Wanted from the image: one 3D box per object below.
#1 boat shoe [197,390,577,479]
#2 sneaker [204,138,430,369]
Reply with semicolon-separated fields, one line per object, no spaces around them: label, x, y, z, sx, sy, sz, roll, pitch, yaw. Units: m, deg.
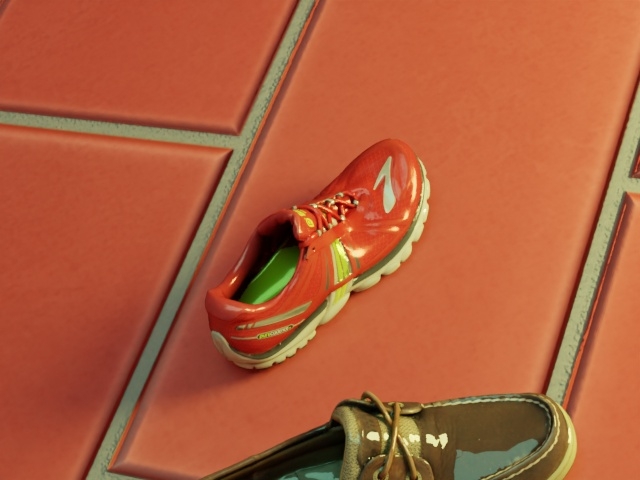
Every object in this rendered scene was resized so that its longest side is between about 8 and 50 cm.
boat shoe;0.044;0.194;1.419;0.342;0.123;0.123;-16;51;7
sneaker;0.000;0.000;1.584;0.107;0.118;0.279;29;68;33
